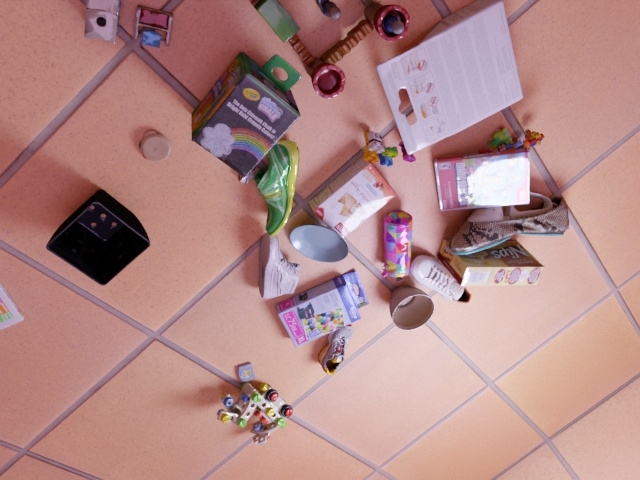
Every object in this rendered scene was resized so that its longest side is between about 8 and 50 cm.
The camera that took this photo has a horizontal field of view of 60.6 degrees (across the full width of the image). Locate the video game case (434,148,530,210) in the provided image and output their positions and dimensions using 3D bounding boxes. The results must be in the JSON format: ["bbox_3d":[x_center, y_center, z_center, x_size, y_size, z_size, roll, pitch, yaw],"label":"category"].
[{"bbox_3d":[0.518,-0.189,1.755,0.284,0.025,0.204,-5,131,16],"label":"video game case"}]

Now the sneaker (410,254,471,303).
[{"bbox_3d":[0.441,0.140,1.949,0.290,0.123,0.106,32,84,-35],"label":"sneaker"}]

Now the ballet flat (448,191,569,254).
[{"bbox_3d":[0.648,-0.079,1.891,0.482,0.164,0.182,-9,102,-18],"label":"ballet flat"}]

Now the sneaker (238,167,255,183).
[{"bbox_3d":[-0.205,-0.202,1.596,0.036,0.032,0.083,23,118,-43],"label":"sneaker"}]

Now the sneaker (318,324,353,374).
[{"bbox_3d":[0.068,0.401,2.024,0.087,0.093,0.225,10,117,-23],"label":"sneaker"}]

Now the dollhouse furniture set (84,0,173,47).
[{"bbox_3d":[-0.431,-0.523,1.254,0.183,0.129,0.129,6,119,-20],"label":"dollhouse furniture set"}]

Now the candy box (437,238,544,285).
[{"bbox_3d":[0.598,0.076,1.933,0.316,0.183,0.088,1,121,-19],"label":"candy box"}]

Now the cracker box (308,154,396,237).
[{"bbox_3d":[0.100,-0.131,1.713,0.232,0.067,0.155,-40,124,10],"label":"cracker box"}]

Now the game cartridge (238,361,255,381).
[{"bbox_3d":[-0.273,0.486,2.016,0.055,0.017,0.083,-13,124,-5],"label":"game cartridge"}]

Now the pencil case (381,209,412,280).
[{"bbox_3d":[0.257,0.017,1.840,0.104,0.104,0.237,-10,122,-12],"label":"pencil case"}]

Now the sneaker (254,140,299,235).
[{"bbox_3d":[-0.136,-0.157,1.612,0.123,0.109,0.296,8,117,-5],"label":"sneaker"}]

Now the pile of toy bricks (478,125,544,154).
[{"bbox_3d":[0.592,-0.313,1.750,0.212,0.118,0.105,-29,98,21],"label":"pile of toy bricks"}]

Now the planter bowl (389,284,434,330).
[{"bbox_3d":[0.317,0.229,1.986,0.161,0.109,0.162,-8,124,-12],"label":"planter bowl"}]

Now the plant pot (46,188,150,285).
[{"bbox_3d":[-0.596,-0.029,1.492,0.188,0.167,0.187,-39,125,9],"label":"plant pot"}]

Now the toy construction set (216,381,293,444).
[{"bbox_3d":[-0.233,0.653,2.052,0.215,0.151,0.328,-45,135,-17],"label":"toy construction set"}]

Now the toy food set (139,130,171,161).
[{"bbox_3d":[-0.448,-0.252,1.487,0.083,0.020,0.083,22,113,-29],"label":"toy food set"}]

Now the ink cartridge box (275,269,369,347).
[{"bbox_3d":[0.017,0.242,1.929,0.310,0.065,0.186,-25,126,-3],"label":"ink cartridge box"}]

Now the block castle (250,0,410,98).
[{"bbox_3d":[-0.015,-0.596,1.292,0.303,0.213,0.453,-39,124,9],"label":"block castle"}]

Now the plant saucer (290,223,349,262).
[{"bbox_3d":[0.000,0.000,1.744,0.194,0.038,0.195,12,145,9],"label":"plant saucer"}]

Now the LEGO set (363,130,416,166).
[{"bbox_3d":[0.181,-0.284,1.630,0.087,0.093,0.227,-20,165,37],"label":"LEGO set"}]

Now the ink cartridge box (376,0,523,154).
[{"bbox_3d":[0.369,-0.467,1.580,0.384,0.091,0.308,-26,125,3],"label":"ink cartridge box"}]

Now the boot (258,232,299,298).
[{"bbox_3d":[-0.128,0.076,1.767,0.123,0.095,0.258,-7,132,-21],"label":"boot"}]

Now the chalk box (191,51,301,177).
[{"bbox_3d":[-0.176,-0.347,1.405,0.180,0.179,0.289,34,111,-31],"label":"chalk box"}]

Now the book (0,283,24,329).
[{"bbox_3d":[-0.952,0.193,1.604,0.096,0.035,0.144,-21,124,-9],"label":"book"}]
